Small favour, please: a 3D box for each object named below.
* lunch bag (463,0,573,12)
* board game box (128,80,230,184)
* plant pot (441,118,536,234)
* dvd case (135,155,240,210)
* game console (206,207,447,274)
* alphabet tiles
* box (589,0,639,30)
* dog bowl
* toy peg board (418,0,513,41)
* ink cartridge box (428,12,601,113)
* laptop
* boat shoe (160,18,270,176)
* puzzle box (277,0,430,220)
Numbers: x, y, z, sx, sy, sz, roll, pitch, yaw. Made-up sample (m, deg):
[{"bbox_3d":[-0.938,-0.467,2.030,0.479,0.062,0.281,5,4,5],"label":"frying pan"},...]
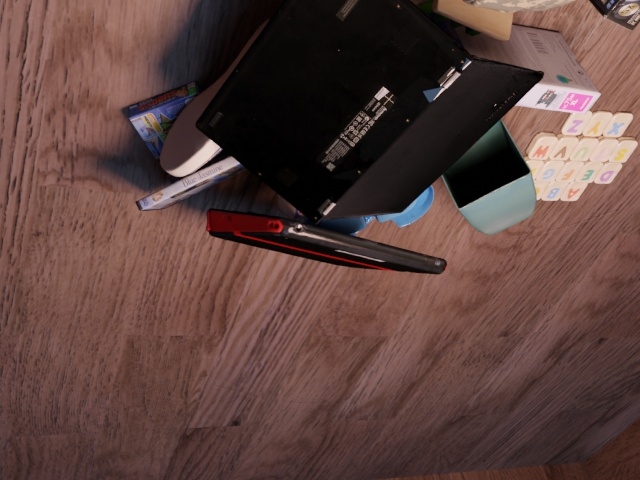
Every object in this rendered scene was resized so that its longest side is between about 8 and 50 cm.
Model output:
[{"bbox_3d":[0.377,-0.466,1.099,0.256,0.213,0.305,2,176,-25],"label":"lunch bag"},{"bbox_3d":[-0.256,-0.195,1.395,0.136,0.035,0.201,-19,141,3],"label":"board game box"},{"bbox_3d":[0.375,-0.120,1.626,0.165,0.166,0.234,-27,148,13],"label":"plant pot"},{"bbox_3d":[-0.205,-0.118,1.369,0.253,0.022,0.180,-25,-177,3],"label":"dvd case"},{"bbox_3d":[0.000,0.000,1.428,0.386,0.060,0.342,13,173,-32],"label":"game console"},{"bbox_3d":[0.597,-0.190,1.726,0.284,0.021,0.278,0,139,-20],"label":"alphabet tiles"},{"bbox_3d":[0.536,-0.480,1.256,0.077,0.147,0.180,11,134,-30],"label":"box"},{"bbox_3d":[0.098,-0.083,1.628,0.297,0.074,0.166,-21,141,4],"label":"dog bowl"},{"bbox_3d":[0.244,-0.430,1.240,0.161,0.161,0.079,12,175,-31],"label":"toy peg board"},{"bbox_3d":[0.334,-0.323,1.338,0.311,0.186,0.065,4,139,-23],"label":"ink cartridge box"},{"bbox_3d":[0.087,-0.231,1.218,0.408,0.236,0.382,38,123,-9],"label":"laptop"},{"bbox_3d":[-0.122,-0.221,1.311,0.340,0.127,0.158,-44,139,13],"label":"boat shoe"},{"bbox_3d":[0.053,-0.240,1.349,0.272,0.052,0.409,-29,149,-29],"label":"puzzle box"}]
